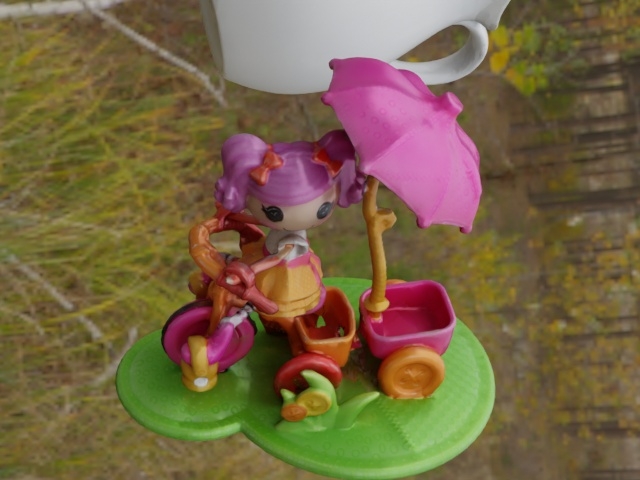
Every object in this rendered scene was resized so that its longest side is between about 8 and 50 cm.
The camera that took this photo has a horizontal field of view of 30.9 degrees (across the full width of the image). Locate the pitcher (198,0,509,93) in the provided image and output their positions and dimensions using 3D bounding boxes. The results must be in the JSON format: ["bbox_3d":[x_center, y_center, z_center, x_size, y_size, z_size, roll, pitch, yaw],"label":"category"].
[{"bbox_3d":[0.026,-0.154,0.785,0.178,0.207,0.125,91,-17,-55],"label":"pitcher"}]

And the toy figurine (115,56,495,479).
[{"bbox_3d":[0.000,0.000,0.481,0.130,0.173,0.159,-103,-165,-51],"label":"toy figurine"}]
